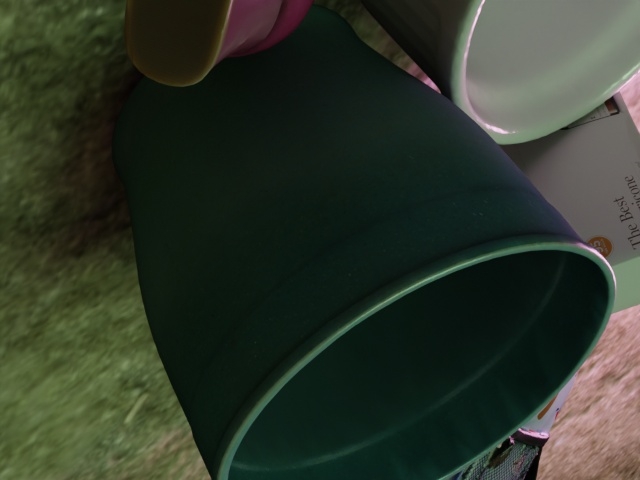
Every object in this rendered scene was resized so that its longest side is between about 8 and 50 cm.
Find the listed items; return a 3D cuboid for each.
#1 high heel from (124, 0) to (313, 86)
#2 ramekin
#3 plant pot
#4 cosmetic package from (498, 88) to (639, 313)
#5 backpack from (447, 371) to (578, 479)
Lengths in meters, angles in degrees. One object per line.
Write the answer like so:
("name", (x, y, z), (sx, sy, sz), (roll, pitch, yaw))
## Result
("high heel", (-0.014, -0.271, 1.049), (0.377, 0.127, 0.181), (-65, 174, 27))
("ramekin", (0.149, -0.212, 1.274), (0.277, 0.135, 0.277), (-33, 151, -21))
("plant pot", (0.000, 0.000, 1.207), (0.271, 0.255, 0.272), (-25, 151, -15))
("cosmetic package", (0.178, -0.057, 1.376), (0.098, 0.239, 0.060), (-21, 140, 3))
("backpack", (0.064, 0.079, 1.456), (0.263, 0.276, 0.213), (-58, 154, -3))
